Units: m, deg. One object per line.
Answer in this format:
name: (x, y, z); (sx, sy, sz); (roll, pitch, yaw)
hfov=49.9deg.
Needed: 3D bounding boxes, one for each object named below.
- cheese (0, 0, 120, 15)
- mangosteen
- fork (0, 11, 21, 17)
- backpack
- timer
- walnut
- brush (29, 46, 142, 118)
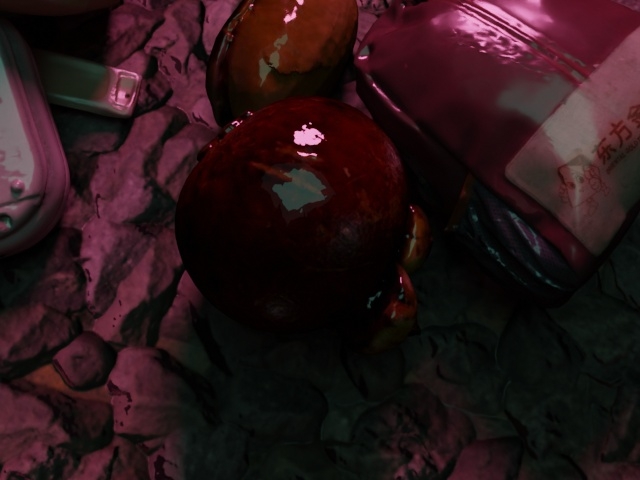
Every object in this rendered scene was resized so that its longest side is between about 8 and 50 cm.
cheese: (-0.315, -0.316, 0.686); (0.233, 0.127, 0.266); (0, 34, -26)
mangosteen: (0.000, 0.000, 0.608); (0.257, 0.215, 0.215); (45, 74, -7)
fork: (-0.422, -0.262, 0.773); (0.235, 0.021, 0.039); (-7, 67, -3)
backpack: (0.184, -0.127, 0.659); (0.317, 0.197, 0.283); (41, 74, 17)
timer: (-0.379, -0.096, 0.655); (0.236, 0.087, 0.262); (-18, 86, -9)
walnut: (-0.036, -0.201, 0.707); (0.137, 0.137, 0.245); (24, 62, 6)
brush: (-0.357, -0.182, 0.736); (0.320, 0.050, 0.060); (11, 67, -6)
